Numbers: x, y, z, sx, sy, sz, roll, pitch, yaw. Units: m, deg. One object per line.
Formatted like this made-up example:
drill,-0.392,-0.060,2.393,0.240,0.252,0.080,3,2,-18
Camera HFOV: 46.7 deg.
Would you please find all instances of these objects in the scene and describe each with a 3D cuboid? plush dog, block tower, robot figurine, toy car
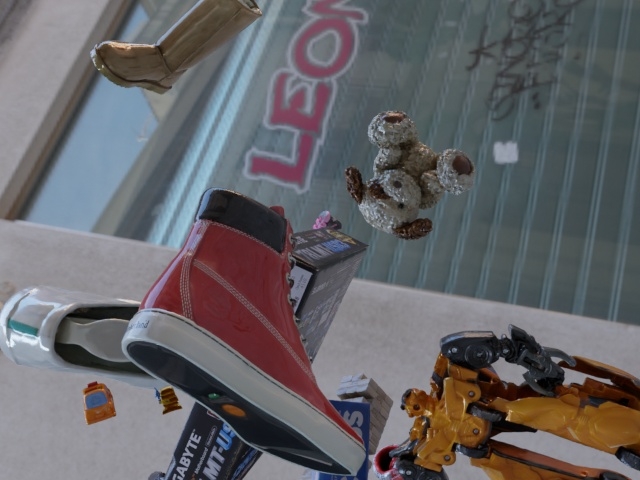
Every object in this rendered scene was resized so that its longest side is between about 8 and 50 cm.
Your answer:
plush dog,0.175,-0.119,1.636,0.225,0.262,0.211,-50,-10,-20
block tower,0.048,0.428,1.503,0.097,0.091,0.335,48,-135,-24
robot figurine,0.219,0.197,0.741,0.085,0.290,0.211,-69,-3,-77
toy car,-0.218,0.174,0.846,0.060,0.122,0.041,-98,-4,-72

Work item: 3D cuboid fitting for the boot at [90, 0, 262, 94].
boot,-0.275,-0.400,1.421,0.089,0.269,0.236,61,-158,8

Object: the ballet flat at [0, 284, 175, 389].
ballet flat,-0.218,0.138,0.987,0.400,0.139,0.139,14,-96,-46

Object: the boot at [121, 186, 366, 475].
boot,-0.028,0.074,0.614,0.244,0.088,0.176,46,-131,-30

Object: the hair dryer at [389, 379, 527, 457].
hair dryer,0.190,0.262,1.107,0.293,0.223,0.080,92,161,-68

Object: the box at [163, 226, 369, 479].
box,-0.054,0.133,0.862,0.293,0.073,0.295,-64,-10,10

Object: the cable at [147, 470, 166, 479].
cable,-0.278,0.521,1.547,0.184,0.150,0.047,-31,40,57

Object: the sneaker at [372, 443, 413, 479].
sneaker,0.190,0.429,1.220,0.090,0.270,0.145,-40,-63,-22

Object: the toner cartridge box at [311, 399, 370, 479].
toner cartridge box,0.021,0.426,1.096,0.165,0.075,0.348,98,176,-65

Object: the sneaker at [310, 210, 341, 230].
sneaker,0.000,0.000,1.502,0.119,0.057,0.047,-54,24,18
